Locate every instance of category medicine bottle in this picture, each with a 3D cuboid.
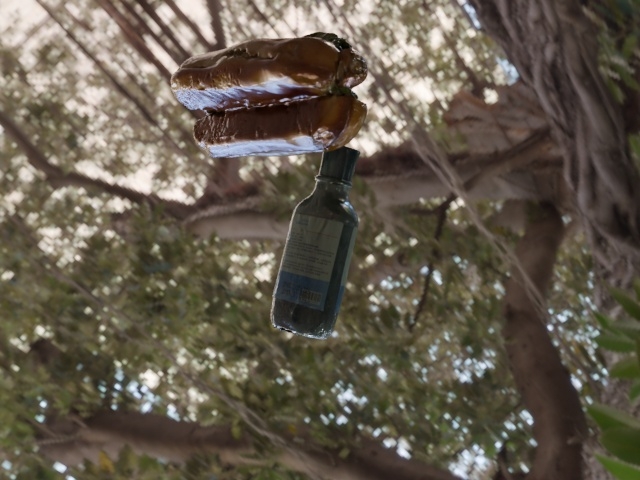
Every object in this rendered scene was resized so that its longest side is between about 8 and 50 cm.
[{"bbox_3d":[0.000,0.000,1.106,0.090,0.053,0.209,12,-93,52],"label":"medicine bottle"}]

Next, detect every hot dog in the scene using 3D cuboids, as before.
[{"bbox_3d":[-0.050,-0.159,1.117,0.100,0.135,0.337,-33,-161,-29],"label":"hot dog"}]
